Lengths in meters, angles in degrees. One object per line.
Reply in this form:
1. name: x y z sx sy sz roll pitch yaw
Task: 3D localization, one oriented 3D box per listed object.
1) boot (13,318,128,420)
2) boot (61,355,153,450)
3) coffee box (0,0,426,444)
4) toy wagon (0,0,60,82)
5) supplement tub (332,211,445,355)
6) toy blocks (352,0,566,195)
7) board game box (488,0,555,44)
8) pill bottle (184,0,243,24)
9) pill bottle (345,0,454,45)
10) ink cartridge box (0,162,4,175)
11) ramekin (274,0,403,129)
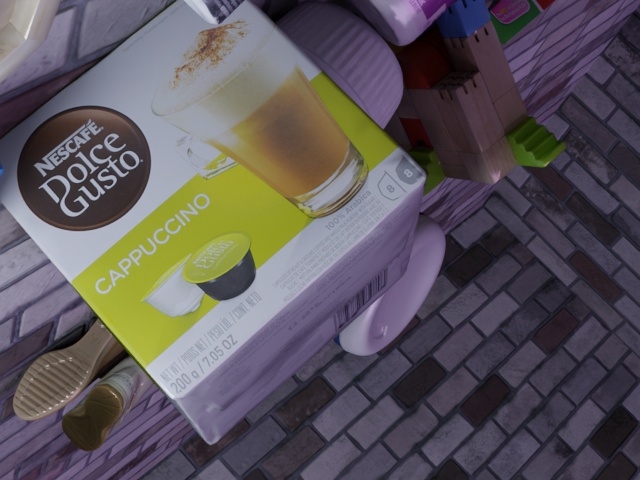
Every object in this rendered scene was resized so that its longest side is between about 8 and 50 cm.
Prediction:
1. boot: -0.381 0.214 1.735 0.248 0.090 0.207 -45 167 -13
2. boot: -0.326 0.247 1.713 0.213 0.077 0.165 -46 180 45
3. coffee box: -0.121 -0.021 1.197 0.337 0.334 0.338 -41 166 -11
4. toy wagon: -0.320 -0.153 0.733 0.344 0.068 0.267 -31 162 -46
5. supplement tub: 0.000 0.000 1.606 0.235 0.325 0.235 -45 155 -28
6. toy blocks: 0.127 -0.224 1.454 0.190 0.261 0.381 -39 -153 -24
7. board game box: 0.419 -0.492 1.759 0.242 0.064 0.316 -54 -173 -28
8. pill bottle: -0.050 -0.317 0.918 0.245 0.130 0.130 -44 168 0
9. pill bottle: 0.148 -0.389 1.240 0.301 0.169 0.169 -45 168 2
10. ink cartridge box: -0.392 -0.006 0.948 0.148 0.086 0.203 -31 162 -49
11. ramekin: 0.009 -0.206 1.342 0.109 0.207 0.207 -49 170 -18
